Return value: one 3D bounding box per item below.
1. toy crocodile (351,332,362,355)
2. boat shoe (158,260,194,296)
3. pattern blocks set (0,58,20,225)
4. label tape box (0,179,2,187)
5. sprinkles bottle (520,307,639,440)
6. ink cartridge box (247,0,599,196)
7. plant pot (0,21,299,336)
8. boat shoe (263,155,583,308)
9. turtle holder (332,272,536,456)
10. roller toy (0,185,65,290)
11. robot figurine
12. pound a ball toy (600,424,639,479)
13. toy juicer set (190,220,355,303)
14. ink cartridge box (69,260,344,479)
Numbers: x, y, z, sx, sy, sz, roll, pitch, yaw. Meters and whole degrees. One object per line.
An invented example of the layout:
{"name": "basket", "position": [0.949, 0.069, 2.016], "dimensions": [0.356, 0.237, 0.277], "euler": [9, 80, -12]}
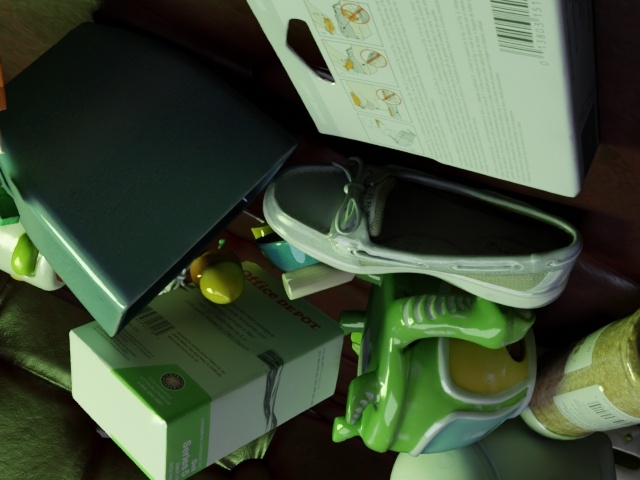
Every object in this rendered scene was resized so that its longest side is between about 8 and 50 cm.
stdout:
{"name": "toy crocodile", "position": [0.198, 0.212, 1.472], "dimensions": [0.341, 0.105, 0.115], "euler": [18, 160, 35]}
{"name": "boat shoe", "position": [-0.288, 0.047, 1.592], "dimensions": [0.157, 0.135, 0.367], "euler": [31, 165, -14]}
{"name": "pattern blocks set", "position": [-0.334, -0.172, 0.841], "dimensions": [0.026, 0.324, 0.285], "euler": [-16, -170, -26]}
{"name": "label tape box", "position": [-0.686, -0.133, 1.663], "dimensions": [0.348, 0.115, 0.249], "euler": [18, 161, 19]}
{"name": "sprinkles bottle", "position": [0.340, 0.162, 1.076], "dimensions": [0.121, 0.121, 0.355], "euler": [26, 162, 1]}
{"name": "ink cartridge box", "position": [0.075, -0.144, 0.673], "dimensions": [0.239, 0.060, 0.275], "euler": [18, 162, 25]}
{"name": "plant pot", "position": [-0.216, -0.081, 0.982], "dimensions": [0.252, 0.247, 0.248], "euler": [46, 161, -3]}
{"name": "boat shoe", "position": [0.096, -0.021, 0.917], "dimensions": [0.321, 0.118, 0.103], "euler": [18, 155, 11]}
{"name": "turtle holder", "position": [0.145, 0.125, 1.129], "dimensions": [0.228, 0.243, 0.320], "euler": [7, 127, -4]}
{"name": "roller toy", "position": [-0.466, -0.026, 1.531], "dimensions": [0.146, 0.191, 0.209], "euler": [25, 166, 3]}
{"name": "robot figurine", "position": [0.245, 0.345, 1.267], "dimensions": [0.354, 0.199, 0.300], "euler": [-4, 172, -25]}
{"name": "pound a ball toy", "position": [0.449, 0.374, 1.505], "dimensions": [0.319, 0.135, 0.208], "euler": [17, 160, 28]}
{"name": "toy juicer set", "position": [-0.037, 0.004, 1.059], "dimensions": [0.329, 0.209, 0.089], "euler": [-4, 104, 56]}
{"name": "ink cartridge box", "position": [-0.136, 0.152, 1.127], "dimensions": [0.198, 0.273, 0.114], "euler": [34, 130, 36]}
